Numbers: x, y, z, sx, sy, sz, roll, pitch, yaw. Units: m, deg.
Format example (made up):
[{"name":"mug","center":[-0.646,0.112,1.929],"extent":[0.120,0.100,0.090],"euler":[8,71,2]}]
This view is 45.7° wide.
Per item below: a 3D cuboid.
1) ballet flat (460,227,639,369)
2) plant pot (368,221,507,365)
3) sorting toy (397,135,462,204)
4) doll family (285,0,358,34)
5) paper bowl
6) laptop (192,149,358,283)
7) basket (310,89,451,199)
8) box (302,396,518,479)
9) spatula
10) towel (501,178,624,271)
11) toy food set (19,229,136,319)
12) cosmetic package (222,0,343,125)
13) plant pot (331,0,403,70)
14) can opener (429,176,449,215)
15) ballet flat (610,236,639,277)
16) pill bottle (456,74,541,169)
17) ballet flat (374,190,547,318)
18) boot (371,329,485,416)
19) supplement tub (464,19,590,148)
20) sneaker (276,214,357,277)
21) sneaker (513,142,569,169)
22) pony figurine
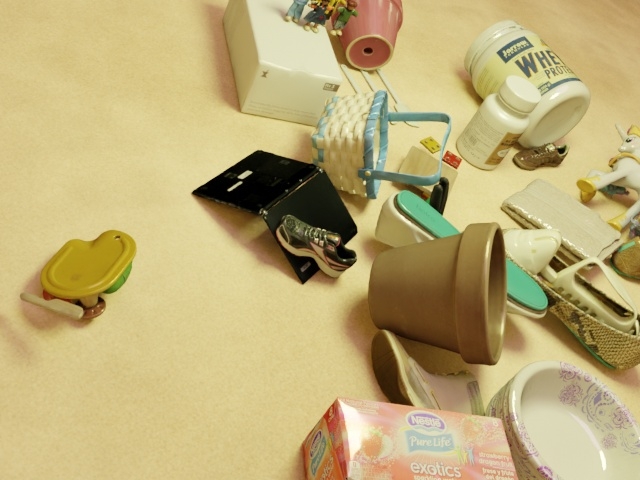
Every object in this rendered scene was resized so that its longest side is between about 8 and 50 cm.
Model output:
[{"name":"ballet flat","center":[0.528,0.084,1.656],"extent":[0.482,0.182,0.164],"euler":[37,42,8]},{"name":"plant pot","center":[0.218,0.094,1.415],"extent":[0.229,0.263,0.263],"euler":[1,36,22]},{"name":"sorting toy","center":[0.254,-0.154,1.832],"extent":[0.132,0.046,0.275],"euler":[31,42,0]},{"name":"doll family","center":[0.004,-0.559,1.803],"extent":[0.193,0.111,0.076],"euler":[-10,57,-42]},{"name":"paper bowl","center":[0.421,0.368,1.342],"extent":[0.284,0.148,0.284],"euler":[17,43,-16]},{"name":"laptop","center":[-0.086,-0.060,1.568],"extent":[0.264,0.137,0.234],"euler":[18,35,25]},{"name":"basket","center":[0.136,-0.216,1.683],"extent":[0.288,0.201,0.255],"euler":[4,39,17]},{"name":"box","center":[0.138,0.356,1.185],"extent":[0.299,0.154,0.142],"euler":[11,45,-19]},{"name":"spatula","center":[0.152,-0.392,2.027],"extent":[0.168,0.019,0.242],"euler":[-3,51,-31]},{"name":"towel","center":[0.608,-0.047,1.900],"extent":[0.282,0.049,0.187],"euler":[39,44,23]},{"name":"toy food set","center":[-0.381,0.070,1.237],"extent":[0.128,0.071,0.218],"euler":[10,37,13]},{"name":"cosmetic package","center":[-0.101,-0.471,1.857],"extent":[0.217,0.156,0.385],"euler":[9,47,-23]},{"name":"plant pot","center":[0.130,-0.573,2.070],"extent":[0.201,0.201,0.180],"euler":[12,56,-20]},{"name":"can opener","center":[0.256,-0.069,1.655],"extent":[0.073,0.186,0.059],"euler":[20,50,18]},{"name":"ballet flat","center":[0.909,0.056,1.949],"extent":[0.342,0.124,0.116],"euler":[15,44,-17]},{"name":"pill bottle","center":[0.462,-0.305,1.962],"extent":[0.131,0.229,0.131],"euler":[16,44,-16]},{"name":"ballet flat","center":[0.283,0.051,1.590],"extent":[0.400,0.139,0.139],"euler":[36,41,-1]},{"name":"boot","center":[0.195,0.251,1.380],"extent":[0.165,0.077,0.213],"euler":[-7,58,-34]},{"name":"supplement tub","center":[0.581,-0.447,2.167],"extent":[0.235,0.235,0.325],"euler":[-9,55,-36]},{"name":"sneaker","center":[0.000,0.000,1.466],"extent":[0.178,0.077,0.072],"euler":[31,52,-28]},{"name":"sneaker","center":[0.615,-0.245,2.112],"extent":[0.188,0.071,0.066],"euler":[-9,55,-37]},{"name":"pony figurine","center":[0.905,-0.157,2.082],"extent":[0.351,0.303,0.363],"euler":[35,56,18]}]
